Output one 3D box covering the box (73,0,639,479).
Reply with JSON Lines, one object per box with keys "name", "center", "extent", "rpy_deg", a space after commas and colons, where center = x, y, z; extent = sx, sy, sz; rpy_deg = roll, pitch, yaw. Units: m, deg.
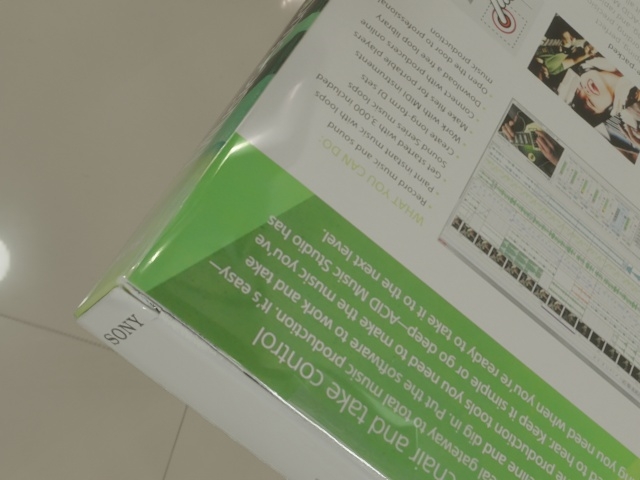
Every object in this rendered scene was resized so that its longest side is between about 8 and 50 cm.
{"name": "box", "center": [0.082, -0.023, 0.454], "extent": [0.232, 0.058, 0.322], "rpy_deg": [39, 55, -11]}
